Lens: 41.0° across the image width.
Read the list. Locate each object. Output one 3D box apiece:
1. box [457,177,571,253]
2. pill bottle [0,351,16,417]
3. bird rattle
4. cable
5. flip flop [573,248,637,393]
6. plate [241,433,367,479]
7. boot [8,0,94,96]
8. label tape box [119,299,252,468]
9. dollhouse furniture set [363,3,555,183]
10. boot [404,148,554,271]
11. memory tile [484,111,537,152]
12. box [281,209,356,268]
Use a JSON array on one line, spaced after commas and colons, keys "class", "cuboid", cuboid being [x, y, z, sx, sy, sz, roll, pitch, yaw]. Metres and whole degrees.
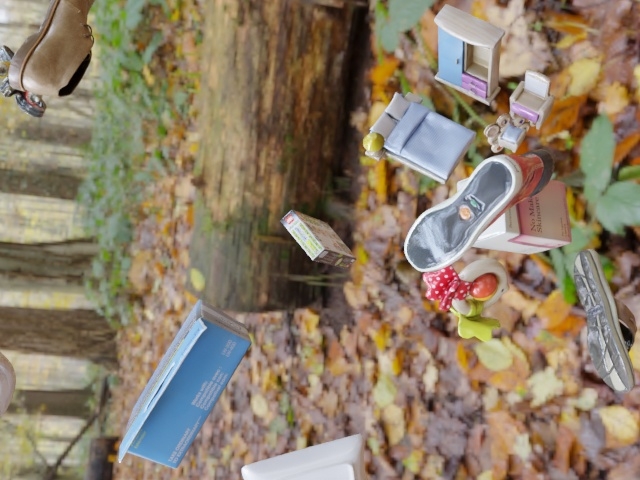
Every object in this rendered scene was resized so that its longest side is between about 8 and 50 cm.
[{"class": "box", "cuboid": [0.433, -0.061, 1.907, 0.127, 0.232, 0.148, -20, 70, 50]}, {"class": "pill bottle", "cuboid": [-0.394, 0.107, 0.830, 0.193, 0.108, 0.108, 31, 122, 30]}, {"class": "bird rattle", "cuboid": [0.381, 0.124, 2.186, 0.253, 0.207, 0.143, 53, 175, -34]}, {"class": "cable", "cuboid": [-0.633, -0.351, 1.827, 0.072, 0.139, 0.287, -43, 29, 9]}, {"class": "flip flop", "cuboid": [0.549, 0.148, 1.611, 0.112, 0.080, 0.277, 119, 141, -71]}, {"class": "plate", "cuboid": [-0.025, 0.556, 1.944, 0.277, 0.278, 0.045, 84, 170, -49]}, {"class": "boot", "cuboid": [-0.475, -0.395, 1.643, 0.112, 0.115, 0.305, 102, -174, -62]}, {"class": "label tape box", "cuboid": [-0.226, 0.248, 1.469, 0.249, 0.115, 0.347, -59, 10, -2]}, {"class": "dollhouse furniture set", "cuboid": [0.267, -0.257, 1.700, 0.303, 0.286, 0.198, -53, -22, -16]}, {"class": "boot", "cuboid": [0.250, -0.046, 1.319, 0.244, 0.176, 0.088, -46, 72, 35]}, {"class": "memory tile", "cuboid": [0.465, -0.278, 2.054, 0.012, 0.148, 0.113, 57, -175, 36]}, {"class": "box", "cuboid": [0.000, 0.000, 1.831, 0.036, 0.207, 0.114, -44, 70, 11]}]
